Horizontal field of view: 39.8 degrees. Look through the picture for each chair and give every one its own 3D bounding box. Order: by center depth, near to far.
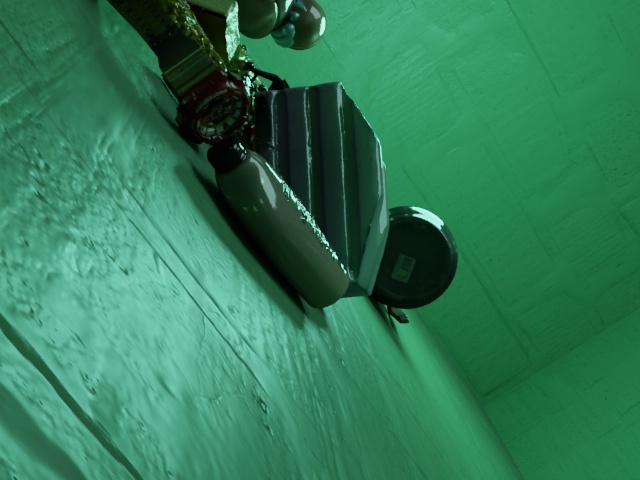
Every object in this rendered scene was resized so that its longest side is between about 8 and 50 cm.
[{"bbox_3d":[-0.074,-0.251,1.795,0.229,0.113,0.106,20,30,-37],"label":"chair"}]

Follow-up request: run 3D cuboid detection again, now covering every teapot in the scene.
[{"bbox_3d":[0.205,0.058,2.275,0.344,0.254,0.299,-118,-152,-86],"label":"teapot"}]

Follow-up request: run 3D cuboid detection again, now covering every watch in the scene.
[{"bbox_3d":[-0.192,-0.236,1.156,0.268,0.102,0.165,49,-7,38],"label":"watch"}]

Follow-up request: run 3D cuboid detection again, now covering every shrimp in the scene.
[{"bbox_3d":[-0.122,-0.173,1.291,0.236,0.053,0.132,137,-57,-72],"label":"shrimp"}]

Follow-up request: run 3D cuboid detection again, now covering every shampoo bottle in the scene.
[{"bbox_3d":[-0.054,-0.024,1.092,0.256,0.078,0.127,56,10,-33],"label":"shampoo bottle"}]

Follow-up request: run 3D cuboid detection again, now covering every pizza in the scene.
[{"bbox_3d":[-0.231,-0.456,2.127,0.189,0.071,0.297,38,-2,25],"label":"pizza"}]

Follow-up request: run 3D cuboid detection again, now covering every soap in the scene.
[{"bbox_3d":[0.005,-0.076,1.347,0.109,0.193,0.323,54,31,-69],"label":"soap"}]

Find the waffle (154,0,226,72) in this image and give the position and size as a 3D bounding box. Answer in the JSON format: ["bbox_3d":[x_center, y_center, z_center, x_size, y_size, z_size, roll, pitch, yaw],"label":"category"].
[{"bbox_3d":[-0.225,-0.336,1.480,0.197,0.070,0.193,58,5,20],"label":"waffle"}]

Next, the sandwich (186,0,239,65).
[{"bbox_3d":[-0.242,-0.404,1.621,0.193,0.058,0.162,26,-27,10],"label":"sandwich"}]

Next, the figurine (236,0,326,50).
[{"bbox_3d":[-0.181,-0.603,2.074,0.388,0.248,0.276,40,-25,32],"label":"figurine"}]

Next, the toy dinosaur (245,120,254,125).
[{"bbox_3d":[-0.126,-0.222,1.863,0.082,0.039,0.209,55,7,-16],"label":"toy dinosaur"}]

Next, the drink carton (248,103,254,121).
[{"bbox_3d":[-0.129,-0.296,2.072,0.074,0.084,0.200,45,8,-8],"label":"drink carton"}]
